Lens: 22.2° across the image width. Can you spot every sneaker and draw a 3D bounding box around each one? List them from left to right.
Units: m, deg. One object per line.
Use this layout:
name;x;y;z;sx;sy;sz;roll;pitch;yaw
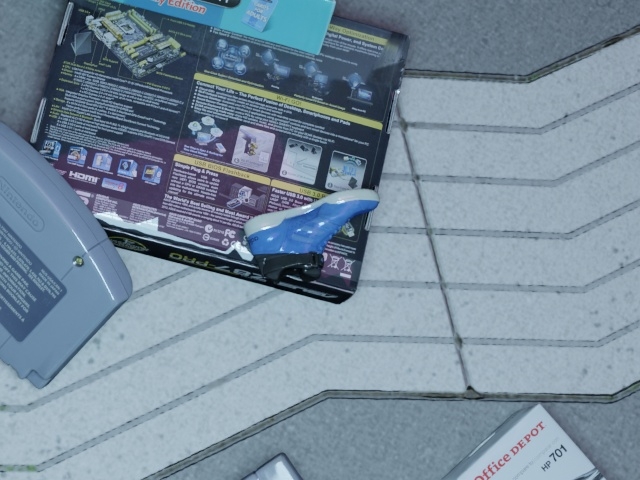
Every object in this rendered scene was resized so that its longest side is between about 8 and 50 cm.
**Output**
sneaker;0.000;0.000;1.767;0.152;0.058;0.085;-15;77;-10

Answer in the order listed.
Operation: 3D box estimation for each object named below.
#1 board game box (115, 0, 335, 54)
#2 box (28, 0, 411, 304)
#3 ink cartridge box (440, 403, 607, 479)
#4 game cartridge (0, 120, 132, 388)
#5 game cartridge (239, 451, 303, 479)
board game box;-0.145;-0.354;1.842;0.336;0.079;0.254;13;42;-8
box;-0.121;-0.128;1.850;0.394;0.097;0.318;14;77;-7
ink cartridge box;0.249;0.301;1.828;0.139;0.082;0.191;-40;89;-16
game cartridge;-0.343;-0.005;1.739;0.297;0.062;0.198;47;116;2
game cartridge;-0.027;0.431;1.732;0.230;0.068;0.355;-34;85;-6
